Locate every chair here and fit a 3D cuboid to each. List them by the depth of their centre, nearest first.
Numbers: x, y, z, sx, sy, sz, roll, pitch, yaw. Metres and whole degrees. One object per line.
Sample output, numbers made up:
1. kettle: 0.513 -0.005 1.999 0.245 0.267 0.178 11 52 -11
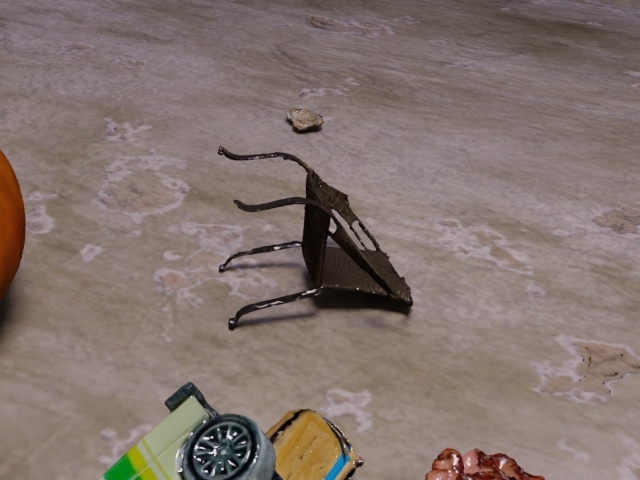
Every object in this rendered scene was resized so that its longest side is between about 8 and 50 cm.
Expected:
1. chair: 0.000 0.000 0.829 0.213 0.149 0.174 2 29 -15

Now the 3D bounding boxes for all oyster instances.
1. oyster: -0.027 -0.191 1.263 0.054 0.019 0.083 -7 35 -18

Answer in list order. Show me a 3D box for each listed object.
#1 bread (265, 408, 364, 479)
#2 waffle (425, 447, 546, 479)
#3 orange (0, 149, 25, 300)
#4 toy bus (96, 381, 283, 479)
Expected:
1. bread: -0.022 0.178 0.607 0.072 0.053 0.106 41 43 11
2. waffle: 0.147 0.203 0.443 0.221 0.055 0.234 35 15 12
3. orange: -0.404 -0.011 0.686 0.284 0.226 0.284 8 27 -4
4. toy bus: -0.032 0.225 0.418 0.164 0.134 0.276 -39 45 -13
